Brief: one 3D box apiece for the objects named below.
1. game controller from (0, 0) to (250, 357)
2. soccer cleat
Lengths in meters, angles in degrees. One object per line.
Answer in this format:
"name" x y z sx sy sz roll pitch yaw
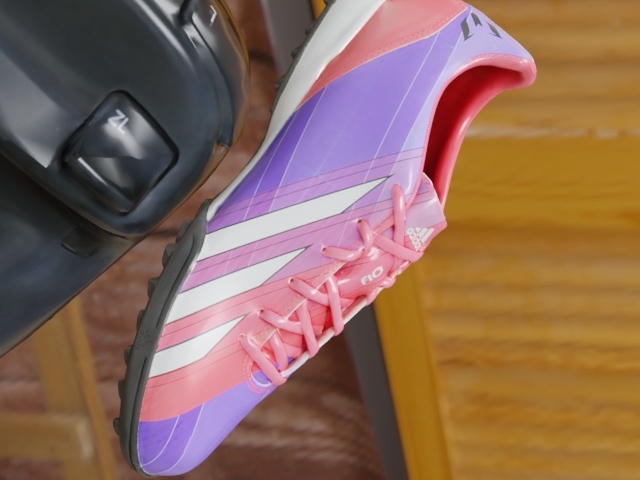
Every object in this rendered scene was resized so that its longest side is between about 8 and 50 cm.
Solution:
"game controller" -0.171 -0.091 0.426 0.166 0.319 0.067 -35 22 33
"soccer cleat" 0.000 0.000 0.970 0.116 0.108 0.318 27 80 19
